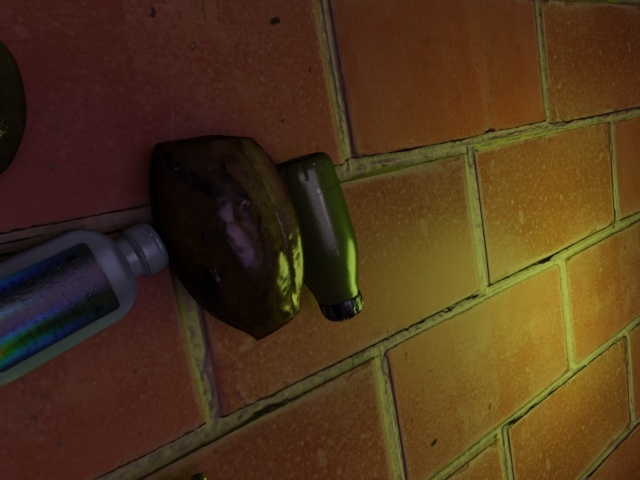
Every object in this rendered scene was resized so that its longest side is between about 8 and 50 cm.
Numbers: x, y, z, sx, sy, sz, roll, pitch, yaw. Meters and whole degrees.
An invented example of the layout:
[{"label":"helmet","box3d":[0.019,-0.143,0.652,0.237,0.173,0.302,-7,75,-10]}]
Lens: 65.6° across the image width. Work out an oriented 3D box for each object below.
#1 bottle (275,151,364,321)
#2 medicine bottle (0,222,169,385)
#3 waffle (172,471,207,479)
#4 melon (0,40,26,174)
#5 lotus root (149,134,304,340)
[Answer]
[{"label":"bottle","box3d":[0.000,0.000,0.773,0.112,0.112,0.260,-28,108,-32]},{"label":"medicine bottle","box3d":[-0.293,0.055,0.578,0.229,0.083,0.121,-32,108,-30]},{"label":"waffle","box3d":[-0.222,0.444,0.665,0.204,0.054,0.223,-23,103,-33]},{"label":"melon","box3d":[-0.361,-0.139,0.513,0.099,0.099,0.162,9,85,-36]},{"label":"lotus root","box3d":[-0.110,-0.003,0.654,0.193,0.193,0.290,-26,107,-33]}]
